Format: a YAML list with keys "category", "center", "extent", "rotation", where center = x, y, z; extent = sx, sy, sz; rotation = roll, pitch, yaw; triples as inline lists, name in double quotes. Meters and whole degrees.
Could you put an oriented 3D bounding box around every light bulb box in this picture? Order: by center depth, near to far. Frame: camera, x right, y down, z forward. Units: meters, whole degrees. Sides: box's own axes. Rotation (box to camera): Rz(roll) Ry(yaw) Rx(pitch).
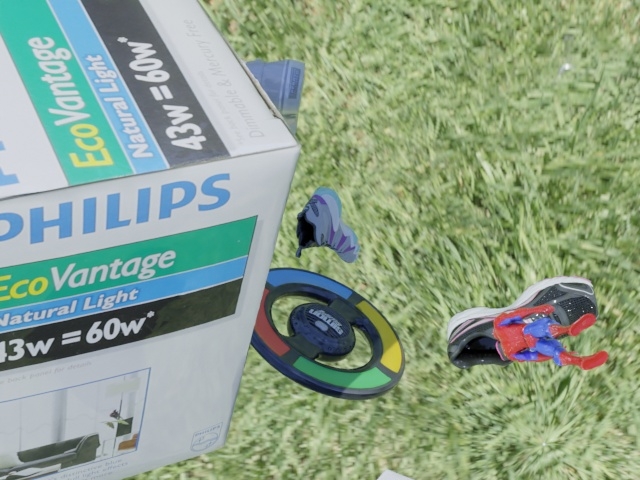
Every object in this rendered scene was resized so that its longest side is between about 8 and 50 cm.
- category: "light bulb box"
  center: [-0.216, -0.042, 0.858]
  extent: [0.225, 0.361, 0.358]
  rotation: [-13, 53, -27]

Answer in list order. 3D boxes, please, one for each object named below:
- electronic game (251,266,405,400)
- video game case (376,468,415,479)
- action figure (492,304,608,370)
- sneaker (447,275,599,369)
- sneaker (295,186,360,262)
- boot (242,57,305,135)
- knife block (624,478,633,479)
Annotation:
- category: "electronic game"
  center: [0.002, 0.112, 1.358]
  extent: [0.229, 0.229, 0.048]
  rotation: [38, 121, 15]
- category: "video game case"
  center: [0.094, 0.321, 1.170]
  extent: [0.143, 0.157, 0.019]
  rotation: [16, 126, 28]
- category: "action figure"
  center: [0.139, 0.061, 0.687]
  extent: [0.030, 0.115, 0.038]
  rotation: [-27, 98, -20]
- category: "sneaker"
  center: [0.215, 0.101, 1.166]
  extent: [0.178, 0.077, 0.072]
  rotation: [-25, 106, 26]
- category: "sneaker"
  center: [0.000, 0.000, 1.129]
  extent: [0.038, 0.098, 0.069]
  rotation: [11, 48, 45]
- category: "boot"
  center: [-0.087, -0.202, 1.489]
  extent: [0.123, 0.258, 0.095]
  rotation: [9, 83, -2]
- category: "knife block"
  center: [0.364, 0.392, 1.305]
  extent: [0.242, 0.275, 0.088]
  rotation: [-48, 32, 32]
